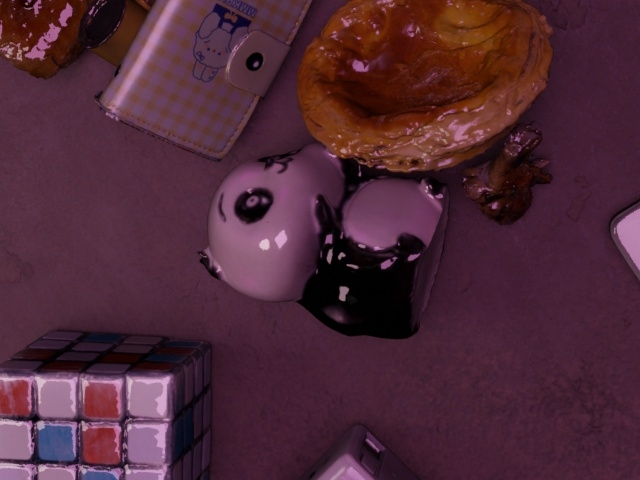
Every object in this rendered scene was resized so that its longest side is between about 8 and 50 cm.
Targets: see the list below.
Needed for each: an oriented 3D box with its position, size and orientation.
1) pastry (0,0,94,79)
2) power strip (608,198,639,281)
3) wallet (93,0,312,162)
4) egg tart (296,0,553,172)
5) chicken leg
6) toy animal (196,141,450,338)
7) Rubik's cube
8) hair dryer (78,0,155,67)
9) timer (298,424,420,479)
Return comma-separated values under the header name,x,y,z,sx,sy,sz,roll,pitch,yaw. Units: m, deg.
name,x,y,z,sx,sy,sz,roll,pitch,yaw
pastry,-0.408,-0.337,1.872,0.218,0.100,0.229,-18,93,9
power strip,0.547,-0.014,1.816,0.265,0.059,0.193,-34,92,9
wallet,-0.142,-0.272,1.802,0.223,0.077,0.309,25,105,-36
egg tart,0.142,-0.207,1.762,0.352,0.352,0.150,-15,137,8
chicken leg,0.247,-0.091,1.784,0.125,0.196,0.080,-33,65,4
toy animal,0.000,0.000,1.799,0.310,0.251,0.251,16,98,13
Rubik's cube,-0.297,0.275,1.853,0.253,0.256,0.259,4,98,6
hair dryer,-0.215,-0.359,1.848,0.090,0.135,0.279,16,80,46
timer,0.047,0.403,1.858,0.194,0.192,0.195,43,99,0
